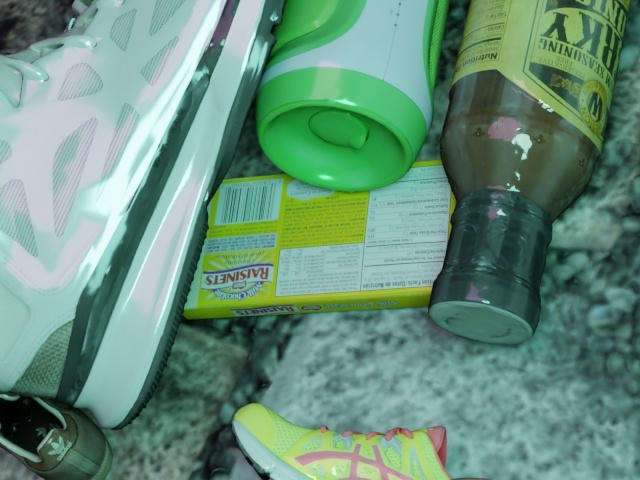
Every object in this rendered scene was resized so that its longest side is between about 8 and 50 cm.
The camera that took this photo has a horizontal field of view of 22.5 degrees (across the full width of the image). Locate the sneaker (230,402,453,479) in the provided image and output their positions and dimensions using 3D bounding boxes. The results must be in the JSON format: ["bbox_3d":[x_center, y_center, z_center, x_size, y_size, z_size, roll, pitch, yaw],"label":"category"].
[{"bbox_3d":[0.038,0.150,1.018,0.208,0.081,0.094,29,77,20],"label":"sneaker"}]

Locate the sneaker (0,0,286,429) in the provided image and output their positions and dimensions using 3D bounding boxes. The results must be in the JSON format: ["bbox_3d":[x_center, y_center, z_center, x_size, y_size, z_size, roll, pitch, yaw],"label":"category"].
[{"bbox_3d":[-0.179,-0.118,1.084,0.257,0.169,0.447,18,84,-12],"label":"sneaker"}]

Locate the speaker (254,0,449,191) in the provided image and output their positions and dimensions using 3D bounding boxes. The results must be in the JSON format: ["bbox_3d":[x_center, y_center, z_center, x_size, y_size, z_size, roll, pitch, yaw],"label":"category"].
[{"bbox_3d":[0.035,-0.186,1.150,0.131,0.131,0.296,-1,58,22],"label":"speaker"}]

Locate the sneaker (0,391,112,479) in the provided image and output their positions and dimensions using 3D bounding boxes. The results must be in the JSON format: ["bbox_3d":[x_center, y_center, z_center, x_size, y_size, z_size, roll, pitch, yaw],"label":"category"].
[{"bbox_3d":[-0.227,0.110,1.148,0.188,0.071,0.066,26,76,31],"label":"sneaker"}]

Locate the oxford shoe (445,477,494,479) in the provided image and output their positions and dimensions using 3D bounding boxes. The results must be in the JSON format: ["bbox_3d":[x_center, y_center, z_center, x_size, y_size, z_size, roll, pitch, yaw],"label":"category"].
[{"bbox_3d":[-0.020,0.235,0.940,0.348,0.130,0.123,-33,91,13],"label":"oxford shoe"}]

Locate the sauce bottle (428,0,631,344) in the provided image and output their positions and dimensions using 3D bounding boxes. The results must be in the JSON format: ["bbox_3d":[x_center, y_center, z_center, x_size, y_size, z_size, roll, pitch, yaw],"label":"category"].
[{"bbox_3d":[0.143,-0.099,1.085,0.111,0.111,0.344,4,67,24],"label":"sauce bottle"}]

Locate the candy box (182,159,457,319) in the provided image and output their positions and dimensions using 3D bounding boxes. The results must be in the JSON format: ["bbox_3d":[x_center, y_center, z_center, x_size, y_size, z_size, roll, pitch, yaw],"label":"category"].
[{"bbox_3d":[0.000,0.000,1.138,0.206,0.027,0.105,-4,65,21],"label":"candy box"}]
